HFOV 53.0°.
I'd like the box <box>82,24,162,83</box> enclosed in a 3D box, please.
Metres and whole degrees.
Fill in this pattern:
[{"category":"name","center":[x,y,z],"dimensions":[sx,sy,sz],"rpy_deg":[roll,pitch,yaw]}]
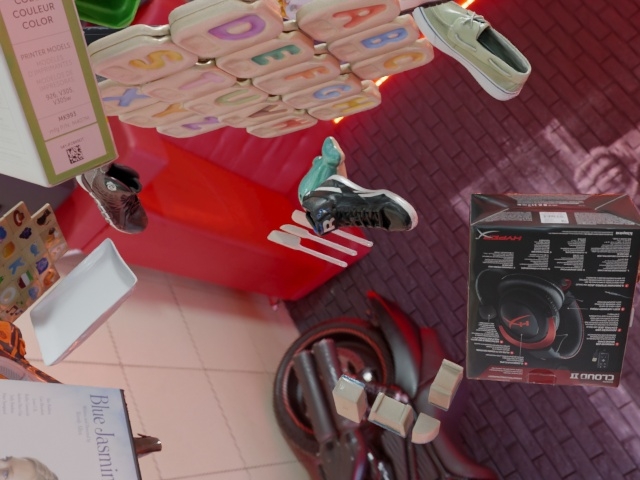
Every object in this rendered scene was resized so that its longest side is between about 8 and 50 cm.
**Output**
[{"category":"box","center":[-0.543,-0.467,1.705],"dimensions":[0.103,0.261,0.184],"rpy_deg":[-139,-134,-77]}]

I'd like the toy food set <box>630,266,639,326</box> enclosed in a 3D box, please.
[{"category":"toy food set","center":[0.554,0.100,1.175],"dimensions":[0.111,0.104,0.232],"rpy_deg":[-75,162,-60]}]

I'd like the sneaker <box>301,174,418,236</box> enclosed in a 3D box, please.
[{"category":"sneaker","center":[0.056,-0.038,1.134],"dimensions":[0.217,0.121,0.079],"rpy_deg":[24,-38,42]}]

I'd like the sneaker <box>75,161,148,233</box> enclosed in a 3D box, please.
[{"category":"sneaker","center":[-0.523,-0.112,1.735],"dimensions":[0.281,0.162,0.106],"rpy_deg":[56,47,-45]}]

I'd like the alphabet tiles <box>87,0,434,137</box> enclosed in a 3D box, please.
[{"category":"alphabet tiles","center":[-0.052,-0.134,0.547],"dimensions":[0.284,0.278,0.021],"rpy_deg":[4,74,-68]}]

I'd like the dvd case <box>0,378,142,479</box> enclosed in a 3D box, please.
[{"category":"dvd case","center":[-0.332,0.234,0.732],"dimensions":[0.253,0.022,0.180],"rpy_deg":[16,29,-38]}]

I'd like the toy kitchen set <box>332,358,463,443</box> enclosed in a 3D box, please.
[{"category":"toy kitchen set","center":[0.156,0.297,1.279],"dimensions":[0.207,0.166,0.122],"rpy_deg":[22,-29,20]}]

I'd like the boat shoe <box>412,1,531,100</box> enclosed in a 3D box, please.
[{"category":"boat shoe","center":[0.323,-0.429,1.352],"dimensions":[0.302,0.109,0.094],"rpy_deg":[44,-27,5]}]

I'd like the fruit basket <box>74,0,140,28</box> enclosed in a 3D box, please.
[{"category":"fruit basket","center":[-0.430,-0.451,0.975],"dimensions":[0.392,0.283,0.392],"rpy_deg":[19,50,-24]}]

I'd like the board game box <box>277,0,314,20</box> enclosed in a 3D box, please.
[{"category":"board game box","center":[0.096,-0.614,1.438],"dimensions":[0.390,0.390,0.050],"rpy_deg":[2,55,-44]}]

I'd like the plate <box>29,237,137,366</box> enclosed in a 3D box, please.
[{"category":"plate","center":[-0.569,0.148,1.554],"dimensions":[0.045,0.277,0.278],"rpy_deg":[51,-9,-37]}]

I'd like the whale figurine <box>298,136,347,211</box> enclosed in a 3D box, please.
[{"category":"whale figurine","center":[0.007,-0.183,1.975],"dimensions":[0.272,0.141,0.216],"rpy_deg":[98,-26,-48]}]

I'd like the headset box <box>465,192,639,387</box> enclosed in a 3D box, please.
[{"category":"headset box","center":[0.322,0.085,0.927],"dimensions":[0.110,0.218,0.293],"rpy_deg":[-67,154,-59]}]

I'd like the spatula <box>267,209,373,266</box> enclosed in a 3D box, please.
[{"category":"spatula","center":[0.000,0.000,1.683],"dimensions":[0.242,0.168,0.019],"rpy_deg":[21,50,-24]}]

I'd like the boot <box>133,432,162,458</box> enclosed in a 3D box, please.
[{"category":"boot","center":[-0.578,0.579,1.756],"dimensions":[0.207,0.248,0.090],"rpy_deg":[0,83,-44]}]

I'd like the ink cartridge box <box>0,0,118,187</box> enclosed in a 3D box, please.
[{"category":"ink cartridge box","center":[-0.215,-0.147,0.424],"dimensions":[0.062,0.109,0.209],"rpy_deg":[-36,129,-40]}]

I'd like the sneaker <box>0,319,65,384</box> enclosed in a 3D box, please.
[{"category":"sneaker","center":[-0.503,0.238,1.107],"dimensions":[0.180,0.124,0.321],"rpy_deg":[42,-14,45]}]

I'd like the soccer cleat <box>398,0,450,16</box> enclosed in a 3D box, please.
[{"category":"soccer cleat","center":[0.173,-0.469,1.137],"dimensions":[0.108,0.318,0.116],"rpy_deg":[13,-56,56]}]

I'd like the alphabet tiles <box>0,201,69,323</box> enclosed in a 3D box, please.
[{"category":"alphabet tiles","center":[-0.750,0.077,1.537],"dimensions":[0.011,0.285,0.342],"rpy_deg":[23,53,20]}]
